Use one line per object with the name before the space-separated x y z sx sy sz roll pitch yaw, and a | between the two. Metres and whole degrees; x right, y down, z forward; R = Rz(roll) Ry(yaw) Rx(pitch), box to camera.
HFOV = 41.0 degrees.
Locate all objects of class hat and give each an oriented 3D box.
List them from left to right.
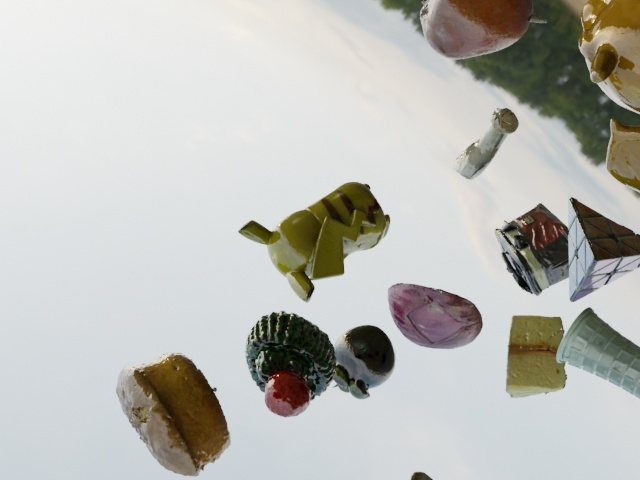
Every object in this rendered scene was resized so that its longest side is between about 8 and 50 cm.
hat | -0.091 0.369 2.318 0.274 0.242 0.332 37 -156 -17

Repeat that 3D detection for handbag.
handbag | 0.573 0.020 2.288 0.181 0.181 0.254 57 -174 -25

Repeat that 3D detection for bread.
bread | -0.345 0.369 1.978 0.194 0.179 0.340 -20 -141 -28
bread | 0.652 0.352 2.558 0.135 0.178 0.240 45 -131 -60

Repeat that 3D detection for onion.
onion | 0.282 0.209 2.204 0.250 0.111 0.247 13 156 19

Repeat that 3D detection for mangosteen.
mangosteen | 0.132 0.399 2.823 0.243 0.243 0.243 36 -158 -17

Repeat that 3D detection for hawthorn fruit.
hawthorn fruit | 0.320 -0.444 1.664 0.251 0.199 0.199 5 -153 -2

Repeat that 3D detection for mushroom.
mushroom | 0.439 -0.253 2.256 0.092 0.223 0.081 -5 -127 -45

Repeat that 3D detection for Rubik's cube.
Rubik's cube | 0.517 0.059 1.665 0.211 0.178 0.190 33 -147 20

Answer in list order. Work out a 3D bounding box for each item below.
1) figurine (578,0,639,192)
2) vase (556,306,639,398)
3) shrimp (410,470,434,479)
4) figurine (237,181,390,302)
figurine | 0.598 -0.242 1.346 0.387 0.268 0.401 36 173 -15
vase | 0.667 0.277 1.816 0.299 0.143 0.143 33 -166 30
shrimp | 0.225 0.561 1.685 0.126 0.047 0.223 26 -142 -50
figurine | 0.006 -0.004 1.884 0.218 0.327 0.169 55 162 13
